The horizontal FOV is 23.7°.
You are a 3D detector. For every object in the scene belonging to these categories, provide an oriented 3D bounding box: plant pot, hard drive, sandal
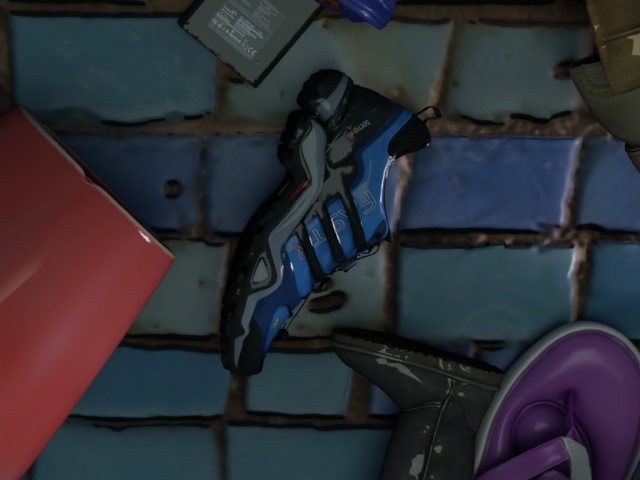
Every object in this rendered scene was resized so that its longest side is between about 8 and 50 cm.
[{"bbox_3d":[-0.278,0.033,1.333,0.243,0.275,0.275,-45,105,-3],"label":"plant pot"},{"bbox_3d":[-0.051,-0.220,1.388,0.094,0.022,0.135,39,100,-14],"label":"hard drive"},{"bbox_3d":[0.207,0.278,1.514,0.169,0.102,0.416,25,102,-12],"label":"sandal"}]

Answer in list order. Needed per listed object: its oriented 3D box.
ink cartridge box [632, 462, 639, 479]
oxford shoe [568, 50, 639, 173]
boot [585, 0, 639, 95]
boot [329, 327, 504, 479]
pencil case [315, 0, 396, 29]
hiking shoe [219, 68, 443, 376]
[{"bbox_3d":[0.508,0.194,1.491,0.309,0.130,0.271,25,91,-11],"label":"ink cartridge box"},{"bbox_3d":[0.399,-0.234,1.366,0.397,0.140,0.146,-44,100,7],"label":"oxford shoe"},{"bbox_3d":[0.373,-0.170,1.285,0.270,0.089,0.236,-14,82,15],"label":"boot"},{"bbox_3d":[0.073,0.203,1.476,0.190,0.076,0.208,18,98,-1],"label":"boot"},{"bbox_3d":[0.095,-0.320,1.312,0.306,0.119,0.133,-49,143,3],"label":"pencil case"},{"bbox_3d":[0.000,0.000,1.409,0.132,0.113,0.304,21,103,-10],"label":"hiking shoe"}]
